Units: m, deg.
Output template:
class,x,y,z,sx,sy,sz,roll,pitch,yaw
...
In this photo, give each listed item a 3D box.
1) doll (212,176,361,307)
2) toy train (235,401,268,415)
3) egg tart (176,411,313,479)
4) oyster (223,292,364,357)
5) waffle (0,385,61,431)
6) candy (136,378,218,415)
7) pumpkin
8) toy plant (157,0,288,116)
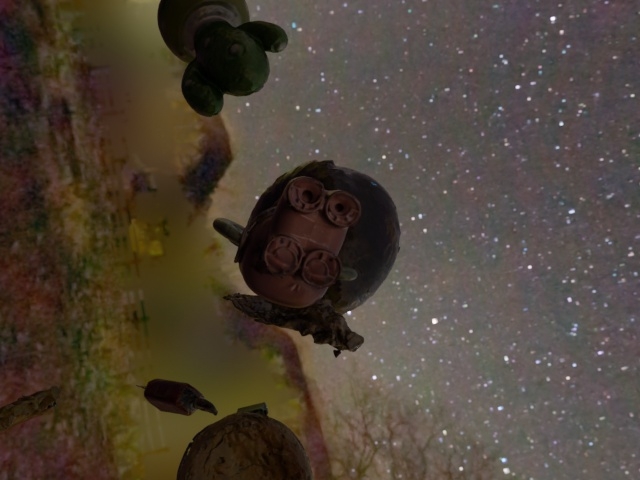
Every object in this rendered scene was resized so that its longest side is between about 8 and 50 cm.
class,x,y,z,sx,sy,sz,roll,pitch,yaw
doll,-0.048,0.005,1.070,0.216,0.284,0.268,-68,-165,-2
toy train,-0.175,0.443,1.518,0.056,0.093,0.038,-49,122,-78
egg tart,-0.130,0.416,1.031,0.094,0.234,0.234,112,-35,-59
oyster,-0.044,0.153,1.240,0.355,0.201,0.107,17,-99,38
waffle,-0.617,0.342,1.115,0.245,0.254,0.052,-25,-94,41
candy,-0.332,0.356,1.358,0.292,0.059,0.086,-8,-46,46
pumpkin,0.000,0.000,1.615,0.344,0.454,0.454,36,18,-39
toy plant,-0.189,-0.377,1.161,0.315,0.224,0.184,60,3,35
